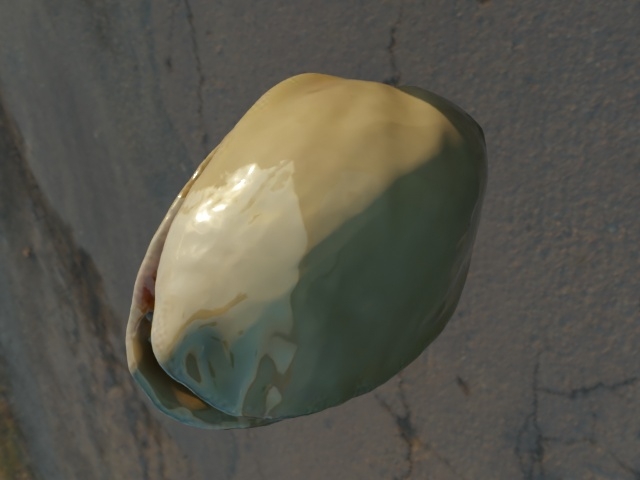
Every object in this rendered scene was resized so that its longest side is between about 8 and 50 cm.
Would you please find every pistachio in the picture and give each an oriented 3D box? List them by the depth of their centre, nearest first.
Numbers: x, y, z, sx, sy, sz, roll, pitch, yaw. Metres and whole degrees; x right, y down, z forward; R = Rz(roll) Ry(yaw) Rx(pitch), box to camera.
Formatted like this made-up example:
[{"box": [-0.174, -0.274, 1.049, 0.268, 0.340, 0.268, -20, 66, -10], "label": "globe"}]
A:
[{"box": [0.000, 0.000, 0.500, 0.152, 0.223, 0.126, 56, 150, -7], "label": "pistachio"}]
